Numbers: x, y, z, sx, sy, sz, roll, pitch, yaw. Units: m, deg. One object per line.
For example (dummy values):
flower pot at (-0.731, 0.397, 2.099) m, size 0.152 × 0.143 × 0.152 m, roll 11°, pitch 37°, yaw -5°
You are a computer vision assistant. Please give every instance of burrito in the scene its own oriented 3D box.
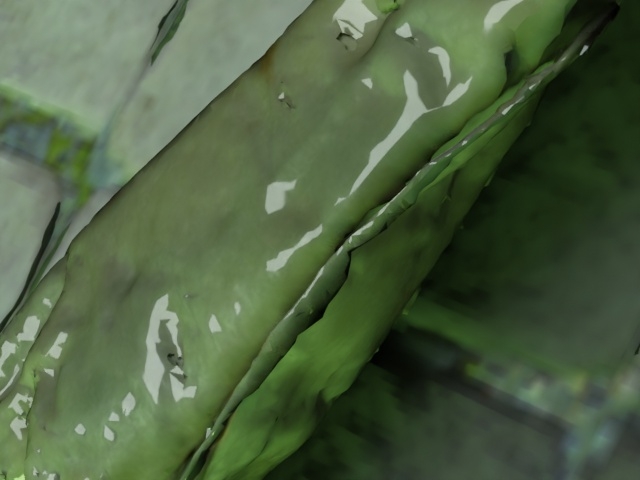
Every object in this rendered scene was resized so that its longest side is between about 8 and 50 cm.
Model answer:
burrito at (-0.001, -0.001, 0.344) m, size 0.229 × 0.058 × 0.063 m, roll -46°, pitch 46°, yaw 10°
